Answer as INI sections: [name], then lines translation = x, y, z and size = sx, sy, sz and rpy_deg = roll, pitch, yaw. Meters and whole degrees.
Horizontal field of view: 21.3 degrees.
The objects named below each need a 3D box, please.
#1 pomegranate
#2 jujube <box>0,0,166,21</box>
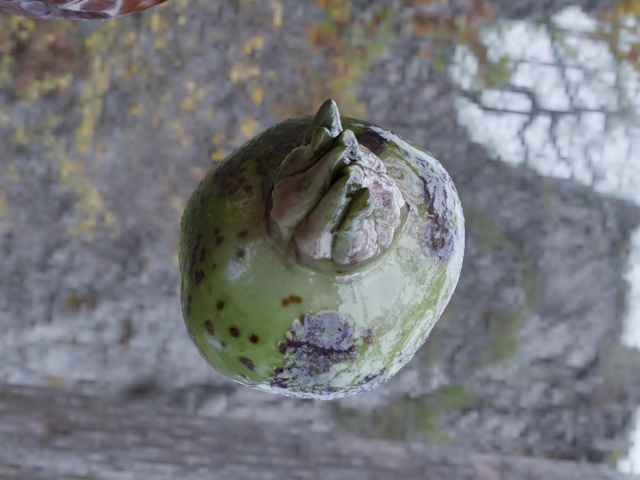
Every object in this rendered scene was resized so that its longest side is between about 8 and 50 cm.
[pomegranate]
translation = 0.016, 0.007, 1.256
size = 0.276, 0.204, 0.222
rpy_deg = -18, -137, 59
[jujube]
translation = -0.146, -0.232, 0.930
size = 0.232, 0.213, 0.213
rpy_deg = 72, 12, -46
